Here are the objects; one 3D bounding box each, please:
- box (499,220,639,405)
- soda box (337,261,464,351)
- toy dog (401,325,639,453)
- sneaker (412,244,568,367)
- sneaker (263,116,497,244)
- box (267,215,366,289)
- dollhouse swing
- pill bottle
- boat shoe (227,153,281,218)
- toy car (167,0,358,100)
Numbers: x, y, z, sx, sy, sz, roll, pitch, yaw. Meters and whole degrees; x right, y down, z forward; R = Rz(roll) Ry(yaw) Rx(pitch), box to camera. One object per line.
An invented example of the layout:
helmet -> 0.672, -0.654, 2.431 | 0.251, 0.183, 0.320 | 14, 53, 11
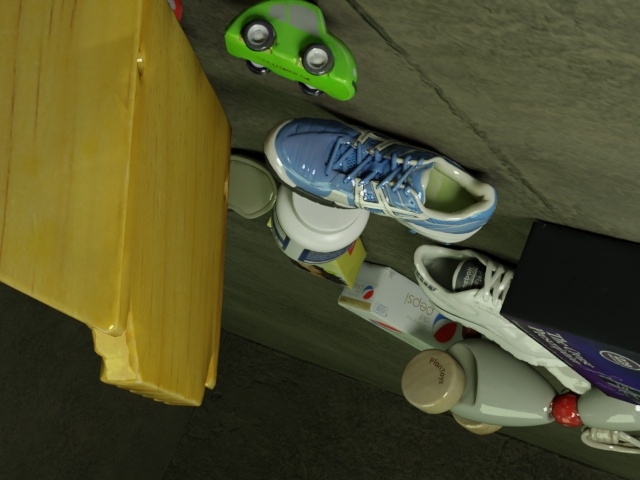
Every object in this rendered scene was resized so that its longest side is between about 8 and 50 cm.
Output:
box -> 0.313, 0.090, 1.221 | 0.184, 0.103, 0.261 | 12, 165, 40
soda box -> 0.127, 0.103, 1.825 | 0.216, 0.069, 0.074 | 32, 167, -38
toy dog -> 0.277, 0.164, 1.692 | 0.333, 0.161, 0.220 | 5, 162, 17
sneaker -> 0.205, 0.067, 1.410 | 0.235, 0.090, 0.095 | 17, 159, 29
sneaker -> 0.055, -0.060, 1.114 | 0.211, 0.080, 0.081 | 16, 166, -14
box -> 0.000, 0.000, 1.597 | 0.087, 0.058, 0.232 | 21, 170, 13
dollhouse swing -> -0.240, -0.054, 0.923 | 0.305, 0.315, 0.347 | 2, 169, 4
pill bottle -> 0.000, -0.031, 1.315 | 0.094, 0.094, 0.169 | 24, 171, -2
boat shoe -> -0.081, -0.066, 1.488 | 0.065, 0.075, 0.206 | -20, -174, -28
toy car -> -0.072, -0.161, 0.901 | 0.225, 0.053, 0.239 | 23, 171, 2
